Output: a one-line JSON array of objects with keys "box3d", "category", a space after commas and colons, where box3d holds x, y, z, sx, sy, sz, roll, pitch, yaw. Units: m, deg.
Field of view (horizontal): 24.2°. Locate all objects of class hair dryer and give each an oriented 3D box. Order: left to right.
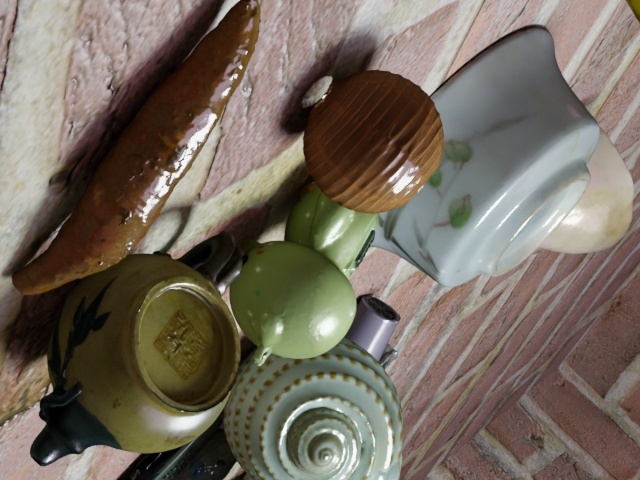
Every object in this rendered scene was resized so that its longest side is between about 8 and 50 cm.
[{"box3d": [0.052, 0.195, 2.225, 0.301, 0.121, 0.361, -60, 169, 18], "category": "hair dryer"}]

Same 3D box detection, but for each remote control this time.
[{"box3d": [-0.210, 0.293, 1.872, 0.222, 0.042, 0.072, -45, 164, 6], "category": "remote control"}]

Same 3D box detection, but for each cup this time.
[{"box3d": [0.207, -0.071, 1.783, 0.347, 0.163, 0.347, -40, 163, -15], "category": "cup"}]

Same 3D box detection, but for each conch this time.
[{"box3d": [0.004, 0.257, 1.895, 0.319, 0.215, 0.303, -37, 123, -75], "category": "conch"}]

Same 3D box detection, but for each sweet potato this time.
[{"box3d": [-0.132, -0.061, 1.145, 0.066, 0.072, 0.314, 25, 116, -31], "category": "sweet potato"}]

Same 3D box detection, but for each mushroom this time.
[{"box3d": [0.335, -0.038, 2.158, 0.162, 0.173, 0.236, -26, 156, -43], "category": "mushroom"}]

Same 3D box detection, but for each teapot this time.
[{"box3d": [-0.167, 0.094, 1.327, 0.182, 0.173, 0.269, -15, -147, 44], "category": "teapot"}]

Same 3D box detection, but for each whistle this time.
[{"box3d": [-0.010, -0.002, 1.550, 0.141, 0.141, 0.294, 97, 10, -65], "category": "whistle"}]

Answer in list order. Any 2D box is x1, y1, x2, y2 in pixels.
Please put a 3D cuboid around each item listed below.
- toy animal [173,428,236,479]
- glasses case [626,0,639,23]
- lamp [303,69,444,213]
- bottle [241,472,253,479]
[{"box3d": [-0.195, 0.320, 1.963, 0.253, 0.070, 0.079, -38, 132, 20], "category": "toy animal"}, {"box3d": [0.465, -0.320, 1.838, 0.173, 0.141, 0.371, -34, 167, 14], "category": "glasses case"}, {"box3d": [0.049, -0.093, 1.399, 0.136, 0.136, 0.136, -40, 163, -15], "category": "lamp"}, {"box3d": [-0.055, 0.393, 2.385, 0.104, 0.104, 0.245, -50, 163, 18], "category": "bottle"}]
